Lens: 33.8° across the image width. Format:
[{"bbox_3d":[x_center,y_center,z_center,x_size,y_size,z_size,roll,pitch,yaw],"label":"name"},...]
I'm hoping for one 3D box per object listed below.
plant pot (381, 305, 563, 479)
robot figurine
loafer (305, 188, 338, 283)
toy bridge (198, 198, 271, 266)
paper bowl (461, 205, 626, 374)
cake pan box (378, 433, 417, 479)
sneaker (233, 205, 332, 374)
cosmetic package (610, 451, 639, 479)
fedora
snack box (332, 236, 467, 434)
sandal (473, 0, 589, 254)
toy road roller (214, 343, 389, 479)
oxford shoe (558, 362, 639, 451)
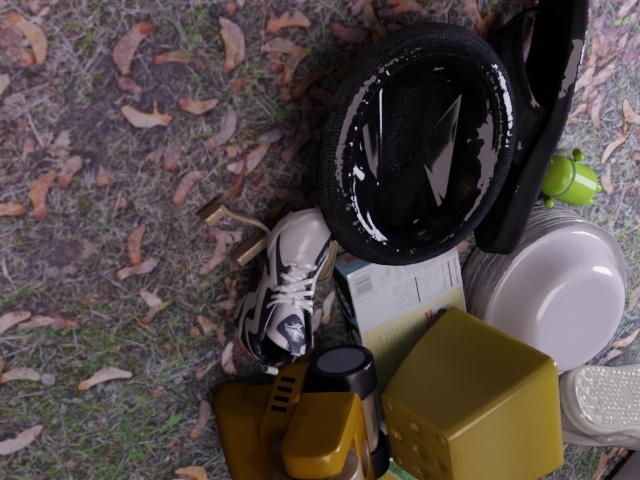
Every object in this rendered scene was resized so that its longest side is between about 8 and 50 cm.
[{"bbox_3d":[0.211,0.260,1.553,0.187,0.212,0.212,-30,126,-28],"label":"plant pot"},{"bbox_3d":[0.388,-0.094,1.658,0.115,0.067,0.101,18,113,-33],"label":"robot figurine"},{"bbox_3d":[0.000,0.000,1.507,0.056,0.050,0.148,-10,118,-24],"label":"loafer"},{"bbox_3d":[-0.094,0.009,1.476,0.063,0.026,0.188,-41,127,-5],"label":"toy bridge"},{"bbox_3d":[0.372,0.098,1.698,0.284,0.148,0.284,-13,119,-24],"label":"paper bowl"},{"bbox_3d":[0.081,0.445,1.701,0.267,0.070,0.246,-17,118,-18],"label":"cake pan box"},{"bbox_3d":[-0.036,0.080,1.423,0.094,0.153,0.235,22,114,-31],"label":"sneaker"},{"bbox_3d":[0.599,0.638,2.074,0.453,0.161,0.230,-50,129,2],"label":"cosmetic package"},{"bbox_3d":[0.106,-0.139,1.431,0.334,0.152,0.334,-11,115,-24],"label":"fedora"},{"bbox_3d":[0.137,0.135,1.642,0.187,0.060,0.322,-24,123,-17],"label":"snack box"},{"bbox_3d":[0.278,-0.188,1.503,0.107,0.167,0.446,8,110,-12],"label":"sandal"},{"bbox_3d":[-0.040,0.305,1.488,0.240,0.329,0.202,-5,115,12],"label":"toy road roller"},{"bbox_3d":[0.541,0.310,1.914,0.449,0.169,0.130,13,148,-40],"label":"oxford shoe"}]
